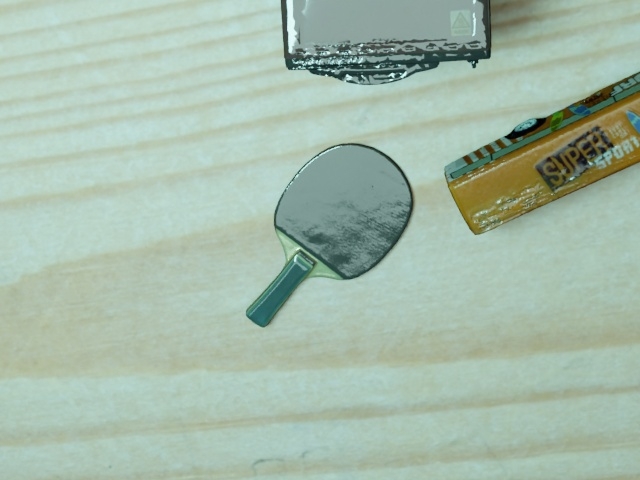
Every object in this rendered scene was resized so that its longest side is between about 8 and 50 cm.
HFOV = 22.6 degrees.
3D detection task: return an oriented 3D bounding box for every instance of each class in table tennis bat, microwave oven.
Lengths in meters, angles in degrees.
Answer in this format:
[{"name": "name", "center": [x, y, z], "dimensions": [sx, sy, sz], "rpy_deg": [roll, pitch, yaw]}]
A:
[{"name": "table tennis bat", "center": [0.000, 0.000, 2.010], "dimensions": [0.154, 0.021, 0.274], "rpy_deg": [37, 104, -9]}, {"name": "microwave oven", "center": [0.074, -0.287, 1.827], "dimensions": [0.247, 0.178, 0.188], "rpy_deg": [-4, 109, 4]}]

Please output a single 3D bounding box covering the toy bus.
[{"name": "toy bus", "center": [0.345, -0.131, 1.909], "dimensions": [0.409, 0.092, 0.093], "rpy_deg": [-26, 107, 12]}]
